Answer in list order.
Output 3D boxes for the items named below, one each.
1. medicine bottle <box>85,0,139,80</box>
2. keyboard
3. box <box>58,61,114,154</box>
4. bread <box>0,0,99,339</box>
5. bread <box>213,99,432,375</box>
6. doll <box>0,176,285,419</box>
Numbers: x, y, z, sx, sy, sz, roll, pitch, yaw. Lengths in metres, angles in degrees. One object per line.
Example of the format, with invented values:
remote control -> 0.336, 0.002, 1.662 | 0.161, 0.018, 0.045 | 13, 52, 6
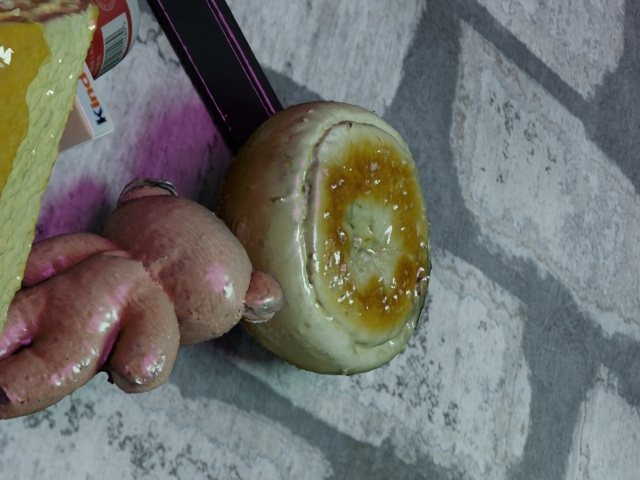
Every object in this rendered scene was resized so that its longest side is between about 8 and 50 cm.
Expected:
medicine bottle -> -0.281, -0.172, 1.454 | 0.250, 0.131, 0.131 | -43, 109, -45
keyboard -> -0.102, -0.188, 1.735 | 0.101, 0.018, 0.309 | -42, 108, -44
box -> -0.334, -0.163, 1.300 | 0.273, 0.265, 0.048 | 67, 24, -7
bread -> -0.307, -0.017, 1.177 | 0.236, 0.165, 0.375 | -48, 159, -66
bread -> 0.000, 0.000, 1.662 | 0.305, 0.159, 0.305 | 18, 68, -56
doll -> -0.200, 0.078, 1.476 | 0.303, 0.156, 0.201 | -33, 62, -27
